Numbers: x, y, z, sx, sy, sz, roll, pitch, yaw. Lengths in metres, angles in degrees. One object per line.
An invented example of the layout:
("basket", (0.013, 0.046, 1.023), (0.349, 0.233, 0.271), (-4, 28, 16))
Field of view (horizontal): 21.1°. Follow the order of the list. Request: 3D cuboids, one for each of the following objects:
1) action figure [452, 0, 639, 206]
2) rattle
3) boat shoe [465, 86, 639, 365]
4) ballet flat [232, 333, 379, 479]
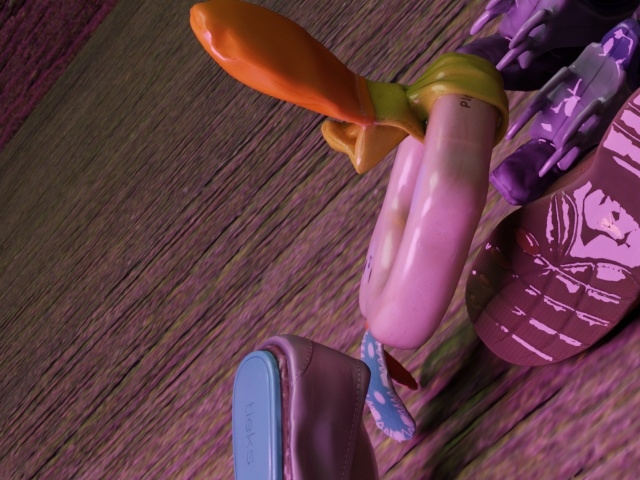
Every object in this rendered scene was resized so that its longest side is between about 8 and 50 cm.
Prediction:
("action figure", (0.161, -0.142, 0.714), (0.285, 0.099, 0.185), (-56, 51, 40))
("rattle", (0.000, 0.000, 0.764), (0.200, 0.142, 0.130), (114, 153, -54))
("boat shoe", (0.124, -0.008, 0.700), (0.060, 0.064, 0.178), (-24, -19, -43))
("ballet flat", (-0.006, 0.145, 0.725), (0.072, 0.068, 0.213), (-25, 56, 55))
